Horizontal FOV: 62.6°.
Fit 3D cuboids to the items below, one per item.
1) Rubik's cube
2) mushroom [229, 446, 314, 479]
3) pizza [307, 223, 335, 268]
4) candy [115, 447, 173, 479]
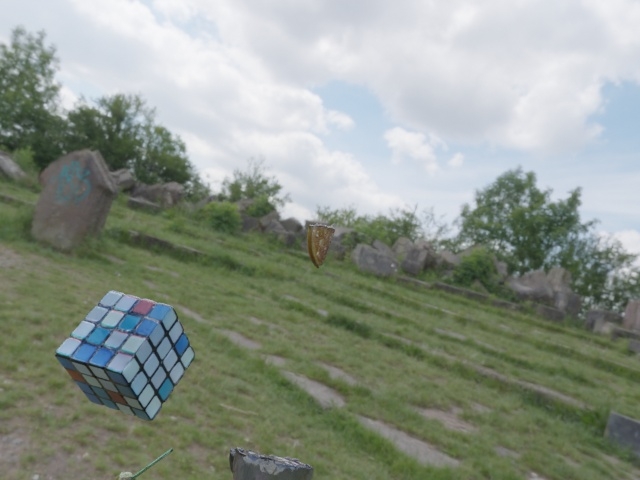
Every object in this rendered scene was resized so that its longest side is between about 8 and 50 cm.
[{"bbox_3d":[-0.346,0.207,0.955,0.150,0.155,0.154,10,-45,23],"label":"Rubik's cube"},{"bbox_3d":[-0.091,0.436,0.943,0.141,0.117,0.188,-8,-31,23],"label":"mushroom"},{"bbox_3d":[-0.007,0.011,1.133,0.029,0.100,0.100,13,8,32],"label":"pizza"},{"bbox_3d":[-0.469,0.610,1.399,0.061,0.202,0.061,52,9,-11],"label":"candy"}]
